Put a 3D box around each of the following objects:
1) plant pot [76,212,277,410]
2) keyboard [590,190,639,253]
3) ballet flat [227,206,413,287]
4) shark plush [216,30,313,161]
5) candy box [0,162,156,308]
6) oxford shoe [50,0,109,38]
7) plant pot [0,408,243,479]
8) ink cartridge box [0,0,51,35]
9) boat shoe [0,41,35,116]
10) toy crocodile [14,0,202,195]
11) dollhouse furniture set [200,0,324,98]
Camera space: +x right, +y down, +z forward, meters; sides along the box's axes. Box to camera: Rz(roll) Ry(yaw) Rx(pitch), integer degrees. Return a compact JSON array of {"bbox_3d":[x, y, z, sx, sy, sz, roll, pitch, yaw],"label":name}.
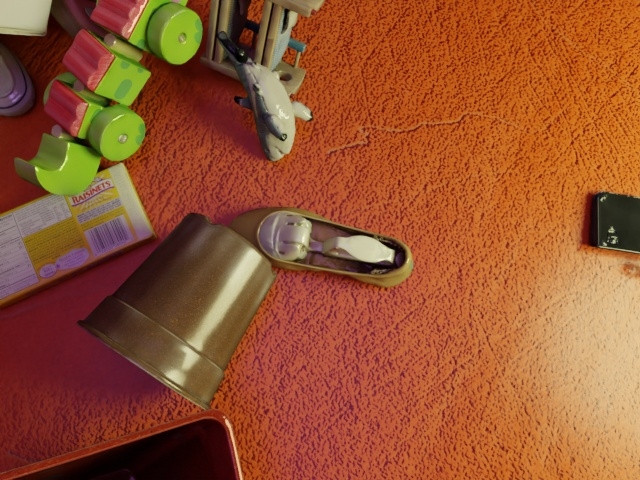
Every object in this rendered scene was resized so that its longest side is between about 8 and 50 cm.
[{"bbox_3d":[-0.143,0.070,0.619,0.166,0.167,0.165,32,71,4],"label":"plant pot"},{"bbox_3d":[0.435,0.002,0.721,0.180,0.023,0.108,9,72,0],"label":"keyboard"},{"bbox_3d":[0.000,0.000,0.675,0.232,0.073,0.080,10,78,0],"label":"ballet flat"},{"bbox_3d":[-0.082,-0.171,0.683,0.161,0.067,0.073,50,47,-24],"label":"shark plush"},{"bbox_3d":[-0.315,-0.006,0.685,0.205,0.027,0.105,-25,77,-7],"label":"candy box"},{"bbox_3d":[-0.384,-0.414,0.734,0.146,0.140,0.397,-29,86,25],"label":"oxford shoe"},{"bbox_3d":[-0.214,0.317,0.494,0.267,0.235,0.268,-9,79,-31],"label":"plant pot"},{"bbox_3d":[-0.449,-0.427,0.595,0.384,0.160,0.279,35,117,18],"label":"ink cartridge box"},{"bbox_3d":[-0.456,-0.246,0.702,0.226,0.076,0.083,42,80,6],"label":"boat shoe"},{"bbox_3d":[-0.242,-0.208,0.655,0.115,0.105,0.341,36,99,19],"label":"toy crocodile"},{"bbox_3d":[-0.050,-0.300,0.727,0.128,0.129,0.184,24,49,2],"label":"dollhouse furniture set"}]
